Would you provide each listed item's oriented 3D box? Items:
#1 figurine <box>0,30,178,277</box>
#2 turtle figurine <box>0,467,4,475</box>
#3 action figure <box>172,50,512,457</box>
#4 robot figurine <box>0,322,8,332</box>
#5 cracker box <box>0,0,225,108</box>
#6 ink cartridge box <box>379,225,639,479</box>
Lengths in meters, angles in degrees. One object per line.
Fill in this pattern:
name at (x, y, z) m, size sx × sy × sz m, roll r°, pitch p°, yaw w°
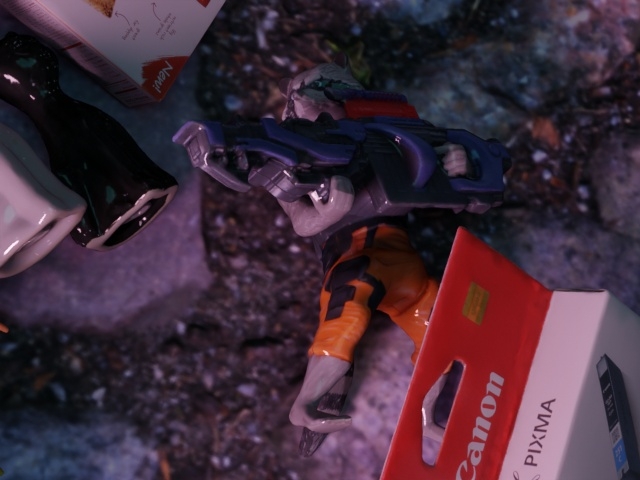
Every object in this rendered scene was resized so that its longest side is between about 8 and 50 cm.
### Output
figurine at (-0.245, -0.085, 0.989) m, size 0.092 × 0.215 × 0.209 m, roll -43°, pitch 80°, yaw 24°
turtle figurine at (-0.328, 0.246, 0.930) m, size 0.269 × 0.087 × 0.217 m, roll 34°, pitch 66°, yaw -14°
action figure at (0.000, 0.000, 1.033) m, size 0.341 × 0.178 × 0.330 m, roll 9°, pitch 67°, yaw -37°
robot figurine at (-0.330, -0.005, 0.972) m, size 0.128 × 0.158 × 0.219 m, roll -32°, pitch 84°, yaw 19°
cracker box at (-0.193, -0.242, 1.054) m, size 0.232 × 0.067 × 0.156 m, roll 39°, pitch 68°, yaw -28°
ink cartridge box at (0.173, 0.174, 1.022) m, size 0.261 × 0.066 × 0.296 m, roll 34°, pitch 67°, yaw -37°
